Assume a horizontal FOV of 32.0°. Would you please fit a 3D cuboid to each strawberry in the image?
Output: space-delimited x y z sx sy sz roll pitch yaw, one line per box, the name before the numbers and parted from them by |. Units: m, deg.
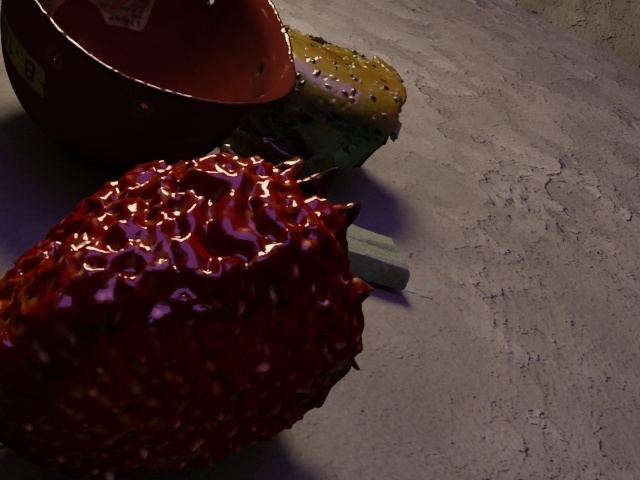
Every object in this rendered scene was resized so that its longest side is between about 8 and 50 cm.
strawberry | -0.127 0.086 0.928 0.292 0.292 0.343 36 53 18

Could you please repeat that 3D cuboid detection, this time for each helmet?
helmet | -0.225 -0.198 1.309 0.337 0.230 0.385 -7 50 -44

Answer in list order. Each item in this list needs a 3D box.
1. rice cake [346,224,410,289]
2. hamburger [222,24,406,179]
rice cake | 0.000 0.000 1.358 0.226 0.040 0.085 17 29 -15
hamburger | -0.019 -0.180 1.512 0.288 0.168 0.192 16 27 -18
